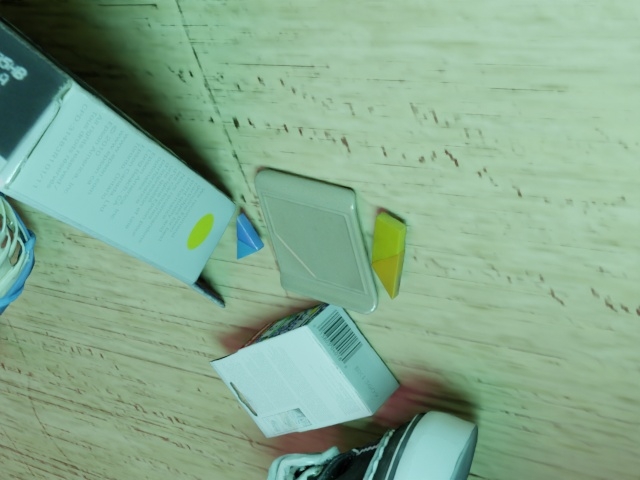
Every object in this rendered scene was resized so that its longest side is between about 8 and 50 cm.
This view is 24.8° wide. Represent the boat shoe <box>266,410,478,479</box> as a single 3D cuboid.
[{"bbox_3d":[0.007,0.172,0.830,0.105,0.113,0.306,26,152,6],"label":"boat shoe"}]

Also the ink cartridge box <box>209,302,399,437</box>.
[{"bbox_3d":[-0.012,0.076,0.830,0.063,0.029,0.115,54,146,-9],"label":"ink cartridge box"}]

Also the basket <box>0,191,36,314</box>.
[{"bbox_3d":[-0.316,-0.006,0.940,0.255,0.201,0.289,43,167,8],"label":"basket"}]

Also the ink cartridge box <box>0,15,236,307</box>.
[{"bbox_3d":[-0.190,-0.096,0.767,0.303,0.072,0.307,36,180,18],"label":"ink cartridge box"}]

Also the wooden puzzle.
[{"bbox_3d":[0.000,0.000,0.759,0.116,0.014,0.078,22,133,33],"label":"wooden puzzle"}]
